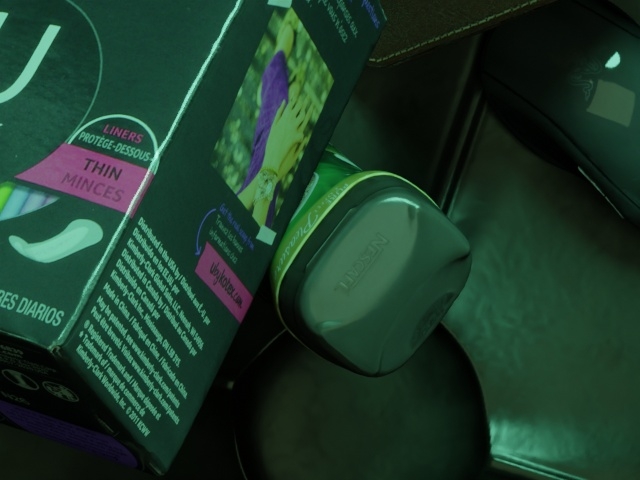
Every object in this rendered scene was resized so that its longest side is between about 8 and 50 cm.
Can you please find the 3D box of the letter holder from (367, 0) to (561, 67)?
[{"bbox_3d":[0.046,-0.266,0.968,0.152,0.214,0.302,-41,105,-36],"label":"letter holder"}]

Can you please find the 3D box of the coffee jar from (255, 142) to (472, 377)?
[{"bbox_3d":[0.000,0.000,0.960,0.079,0.184,0.096,38,88,-29],"label":"coffee jar"}]

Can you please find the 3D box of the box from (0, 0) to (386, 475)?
[{"bbox_3d":[-0.104,-0.054,0.878,0.165,0.143,0.270,15,66,23],"label":"box"}]

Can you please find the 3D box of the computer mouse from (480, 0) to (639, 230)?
[{"bbox_3d":[0.230,-0.074,1.066,0.262,0.060,0.184,42,89,-15],"label":"computer mouse"}]
